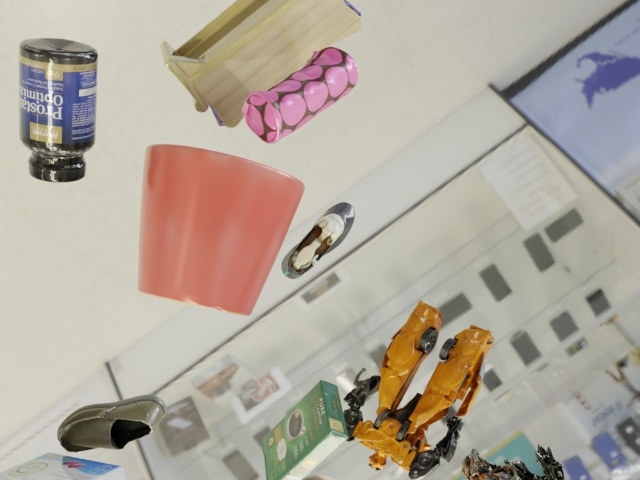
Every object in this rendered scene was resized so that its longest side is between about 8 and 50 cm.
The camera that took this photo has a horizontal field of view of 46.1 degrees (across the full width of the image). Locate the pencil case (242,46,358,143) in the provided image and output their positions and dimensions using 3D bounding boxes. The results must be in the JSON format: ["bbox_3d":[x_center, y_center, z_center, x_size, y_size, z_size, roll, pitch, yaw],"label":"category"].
[{"bbox_3d":[-0.036,-0.242,1.229,0.209,0.098,0.095,-39,166,-36],"label":"pencil case"}]

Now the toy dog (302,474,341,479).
[{"bbox_3d":[-0.020,0.708,1.591,0.285,0.407,0.395,17,158,-30],"label":"toy dog"}]

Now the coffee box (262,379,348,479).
[{"bbox_3d":[-0.029,0.335,1.269,0.040,0.113,0.184,26,118,-27],"label":"coffee box"}]

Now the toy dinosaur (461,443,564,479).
[{"bbox_3d":[0.504,0.633,1.869,0.164,0.322,0.218,-43,161,-58],"label":"toy dinosaur"}]

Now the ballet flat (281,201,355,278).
[{"bbox_3d":[0.000,0.000,1.535,0.203,0.074,0.074,-46,146,-7],"label":"ballet flat"}]

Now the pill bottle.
[{"bbox_3d":[-0.432,-0.213,1.239,0.123,0.123,0.219,-7,118,-34],"label":"pill bottle"}]

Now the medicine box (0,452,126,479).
[{"bbox_3d":[-0.568,0.548,1.476,0.264,0.149,0.289,-4,-175,37],"label":"medicine box"}]

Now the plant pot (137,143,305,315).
[{"bbox_3d":[-0.185,-0.010,1.269,0.275,0.275,0.243,19,82,-49],"label":"plant pot"}]

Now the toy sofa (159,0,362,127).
[{"bbox_3d":[-0.112,-0.392,1.423,0.363,0.150,0.177,-37,123,6],"label":"toy sofa"}]

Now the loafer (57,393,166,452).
[{"bbox_3d":[-0.457,0.402,1.618,0.251,0.087,0.094,-20,115,8],"label":"loafer"}]

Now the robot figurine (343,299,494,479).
[{"bbox_3d":[0.165,0.258,1.268,0.291,0.211,0.085,-58,148,-13],"label":"robot figurine"}]
